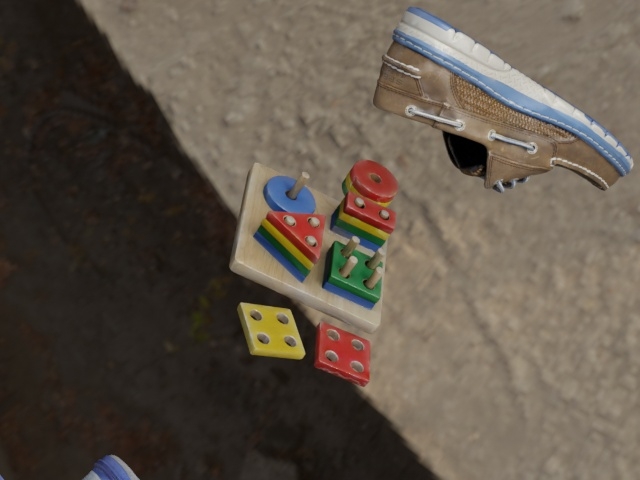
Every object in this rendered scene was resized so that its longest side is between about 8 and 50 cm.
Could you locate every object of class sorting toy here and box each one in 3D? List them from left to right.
[{"bbox_3d":[0.000,0.000,1.341,0.132,0.274,0.046,25,128,-14],"label":"sorting toy"}]

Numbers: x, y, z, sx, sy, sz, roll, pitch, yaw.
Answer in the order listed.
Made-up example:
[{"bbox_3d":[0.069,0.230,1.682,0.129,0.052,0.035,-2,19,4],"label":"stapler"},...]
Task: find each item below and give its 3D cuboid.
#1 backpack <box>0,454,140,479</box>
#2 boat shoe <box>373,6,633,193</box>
[{"bbox_3d":[-0.135,0.244,0.880,0.213,0.263,0.276,-43,72,-8],"label":"backpack"},{"bbox_3d":[0.101,-0.066,0.940,0.183,0.066,0.066,28,98,-30],"label":"boat shoe"}]
